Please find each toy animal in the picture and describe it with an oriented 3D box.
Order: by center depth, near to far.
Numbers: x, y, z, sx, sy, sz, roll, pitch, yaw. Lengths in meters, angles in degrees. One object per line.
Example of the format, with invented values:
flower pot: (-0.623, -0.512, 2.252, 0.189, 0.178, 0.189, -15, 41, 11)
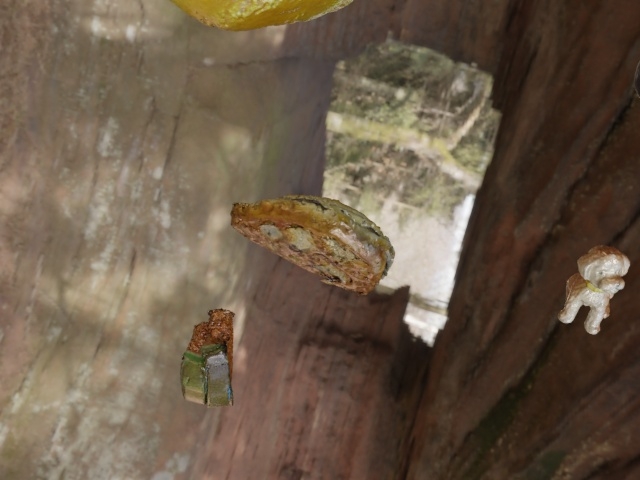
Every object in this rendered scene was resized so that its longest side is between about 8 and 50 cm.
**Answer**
toy animal: (0.548, 0.057, 1.570, 0.185, 0.104, 0.184, 85, 27, -45)

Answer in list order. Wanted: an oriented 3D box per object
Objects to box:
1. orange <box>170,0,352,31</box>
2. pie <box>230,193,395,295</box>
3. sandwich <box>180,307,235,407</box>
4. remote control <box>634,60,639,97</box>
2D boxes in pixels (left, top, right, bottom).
orange: (-0.039, -0.354, 0.800, 0.334, 0.196, 0.263, -27, 114, -51)
pie: (-0.001, 0.001, 1.395, 0.308, 0.308, 0.085, 86, 25, -65)
sandwich: (-0.175, 0.186, 1.244, 0.235, 0.079, 0.159, 124, -33, -82)
remote control: (0.392, -0.134, 0.521, 0.107, 0.377, 0.044, 111, -30, -56)
